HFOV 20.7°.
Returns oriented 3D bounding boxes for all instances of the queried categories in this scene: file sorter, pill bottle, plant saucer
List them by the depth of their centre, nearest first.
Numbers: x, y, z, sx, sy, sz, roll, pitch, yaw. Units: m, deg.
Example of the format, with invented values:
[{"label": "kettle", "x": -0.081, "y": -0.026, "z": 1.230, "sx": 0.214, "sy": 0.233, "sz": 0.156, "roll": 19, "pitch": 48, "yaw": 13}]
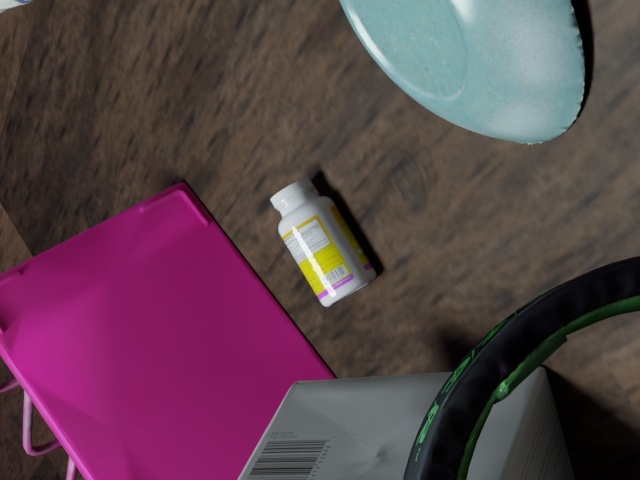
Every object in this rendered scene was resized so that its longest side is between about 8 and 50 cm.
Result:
[{"label": "plant saucer", "x": 0.055, "y": -0.124, "z": 0.903, "sx": 0.195, "sy": 0.037, "sz": 0.195, "roll": 43, "pitch": 156, "yaw": 24}, {"label": "pill bottle", "x": 0.000, "y": 0.000, "z": 1.185, "sx": 0.083, "sy": 0.043, "sz": 0.043, "roll": 60, "pitch": 158, "yaw": 4}, {"label": "file sorter", "x": -0.120, "y": 0.147, "z": 1.400, "sx": 0.291, "sy": 0.202, "sz": 0.182, "roll": 51, "pitch": 154, "yaw": 21}]

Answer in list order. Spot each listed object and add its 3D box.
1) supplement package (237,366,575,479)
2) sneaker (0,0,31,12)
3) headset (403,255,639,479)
[{"label": "supplement package", "x": 0.071, "y": 0.249, "z": 1.075, "sx": 0.175, "sy": 0.177, "sz": 0.293, "roll": -6, "pitch": 117, "yaw": 24}, {"label": "sneaker", "x": -0.254, "y": -0.304, "z": 1.218, "sx": 0.131, "sy": 0.112, "sz": 0.296, "roll": -1, "pitch": 119, "yaw": 40}, {"label": "headset", "x": 0.208, "y": 0.181, "z": 0.708, "sx": 0.394, "sy": 0.243, "sz": 0.185, "roll": 47, "pitch": 174, "yaw": 0}]
